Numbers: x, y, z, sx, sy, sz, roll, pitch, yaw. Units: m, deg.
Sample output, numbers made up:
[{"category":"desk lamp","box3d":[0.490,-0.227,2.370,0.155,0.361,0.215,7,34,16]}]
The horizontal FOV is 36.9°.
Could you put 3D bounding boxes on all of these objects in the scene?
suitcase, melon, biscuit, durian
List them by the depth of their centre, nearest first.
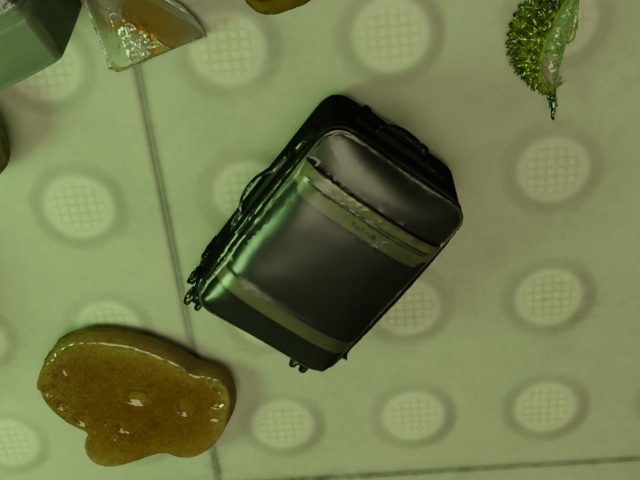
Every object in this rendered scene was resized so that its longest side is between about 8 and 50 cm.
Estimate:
[{"category":"melon","box3d":[-0.275,-0.295,1.361,0.203,0.093,0.139,29,124,-10]},{"category":"durian","box3d":[0.324,-0.276,1.374,0.100,0.086,0.215,0,119,-15]},{"category":"suitcase","box3d":[0.000,0.000,1.468,0.283,0.194,0.434,33,114,-17]},{"category":"biscuit","box3d":[-0.333,0.290,1.714,0.344,0.057,0.287,19,118,-11]}]

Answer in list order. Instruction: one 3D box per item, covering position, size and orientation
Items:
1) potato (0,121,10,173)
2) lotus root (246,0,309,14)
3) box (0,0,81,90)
[{"category":"potato","box3d":[-0.560,-0.161,1.419,0.157,0.157,0.194,-32,102,17]},{"category":"lotus root","box3d":[-0.067,-0.384,1.205,0.199,0.180,0.188,43,123,-17]},{"category":"box","box3d":[-0.415,-0.307,1.288,0.148,0.210,0.129,-23,125,13]}]
